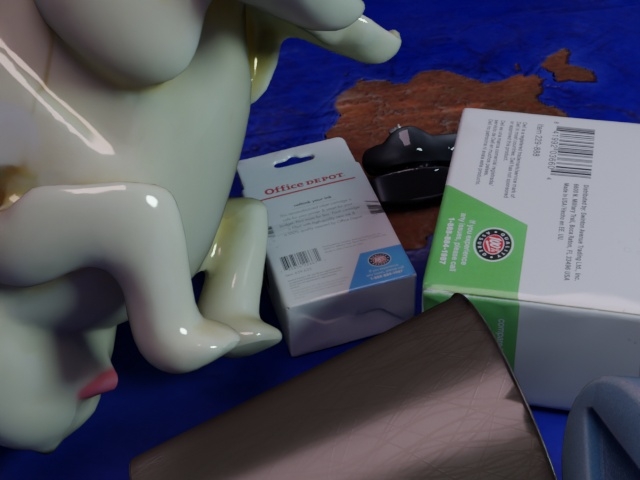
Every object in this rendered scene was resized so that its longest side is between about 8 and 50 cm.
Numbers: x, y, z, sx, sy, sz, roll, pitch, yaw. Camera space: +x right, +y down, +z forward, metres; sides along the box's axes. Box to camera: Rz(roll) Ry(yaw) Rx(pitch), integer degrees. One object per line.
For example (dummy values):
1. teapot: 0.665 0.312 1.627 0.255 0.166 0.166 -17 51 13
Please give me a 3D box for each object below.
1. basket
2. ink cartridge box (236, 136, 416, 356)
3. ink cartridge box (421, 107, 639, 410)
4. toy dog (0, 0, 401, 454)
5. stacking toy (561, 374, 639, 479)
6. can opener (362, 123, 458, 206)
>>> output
1. basket: 0.012 0.160 0.666 0.227 0.154 0.204 -18 65 -7
2. ink cartridge box: 0.000 0.000 0.898 0.104 0.060 0.180 -14 44 -9
3. ink cartridge box: 0.232 0.020 0.812 0.289 0.121 0.211 7 44 12
4. toy dog: -0.189 -0.044 0.736 0.395 0.407 0.284 29 8 -2
5. stacking toy: 0.214 0.157 0.523 0.130 0.279 0.309 -1 47 -15
6. can opener: 0.127 -0.079 0.987 0.186 0.073 0.059 -13 5 -13
